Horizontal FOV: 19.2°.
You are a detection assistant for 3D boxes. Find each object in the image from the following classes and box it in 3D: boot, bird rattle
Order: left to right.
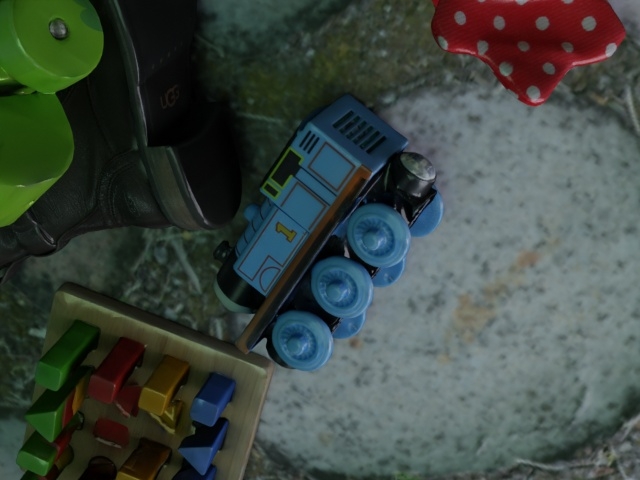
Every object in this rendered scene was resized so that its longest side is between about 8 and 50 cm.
[{"bbox_3d":[-0.183,-0.097,1.211,0.229,0.091,0.263,-6,105,30],"label":"boot"},{"bbox_3d":[0.116,-0.214,1.034,0.207,0.143,0.253,-32,105,12],"label":"bird rattle"}]

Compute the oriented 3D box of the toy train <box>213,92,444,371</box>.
[{"bbox_3d":[0.000,0.000,1.202,0.105,0.080,0.184,40,123,7],"label":"toy train"}]

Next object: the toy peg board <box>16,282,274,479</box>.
[{"bbox_3d":[-0.135,0.138,1.310,0.160,0.079,0.161,21,120,8],"label":"toy peg board"}]

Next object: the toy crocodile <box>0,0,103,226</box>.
[{"bbox_3d":[-0.213,-0.172,1.107,0.115,0.105,0.341,-22,77,43],"label":"toy crocodile"}]
